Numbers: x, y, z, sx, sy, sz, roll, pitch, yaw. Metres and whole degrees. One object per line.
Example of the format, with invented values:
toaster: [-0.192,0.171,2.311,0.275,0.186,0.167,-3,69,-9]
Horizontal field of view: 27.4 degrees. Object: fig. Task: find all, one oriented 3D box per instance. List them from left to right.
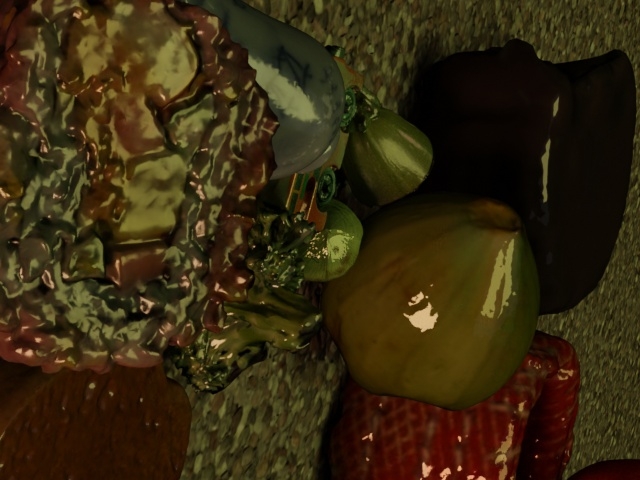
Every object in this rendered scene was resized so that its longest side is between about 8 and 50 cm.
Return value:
fig: [0.134,0.055,1.422,0.271,0.239,0.239,-47,177,42]

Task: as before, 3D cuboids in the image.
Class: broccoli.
broccoli: [-0.061,0.056,1.168,0.167,0.160,0.154,-35,136,-28]

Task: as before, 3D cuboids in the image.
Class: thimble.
thimble: [0.171,0.263,1.654,0.350,0.230,0.350,-42,139,-51]

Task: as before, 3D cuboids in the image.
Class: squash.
squash: [0.047,-0.112,1.391,0.132,0.105,0.105,47,60,-44]

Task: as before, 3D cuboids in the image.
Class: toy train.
toy train: [-0.021,-0.102,1.268,0.099,0.072,0.188,13,91,-58]

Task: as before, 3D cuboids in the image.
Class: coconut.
coconut: [0.000,0.000,1.335,0.096,0.088,0.088,132,-22,-78]

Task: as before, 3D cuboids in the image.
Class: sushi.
sushi: [-0.168,-0.054,0.876,0.236,0.171,0.270,7,98,-36]

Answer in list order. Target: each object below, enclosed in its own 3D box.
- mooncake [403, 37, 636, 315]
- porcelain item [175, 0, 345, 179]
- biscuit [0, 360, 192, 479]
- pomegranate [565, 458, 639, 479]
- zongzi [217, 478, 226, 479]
mooncake: [0.255,-0.081,1.649,0.381,0.212,0.350,12,81,-60]
porcelain item: [-0.070,-0.138,1.083,0.259,0.141,0.141,40,67,-53]
biscuit: [-0.219,0.261,1.055,0.359,0.074,0.381,-28,129,-57]
pomegranate: [0.371,0.396,1.627,0.221,0.221,0.257,7,106,-64]
zongzi: [-0.073,0.315,1.296,0.260,0.123,0.289,-31,131,-64]
